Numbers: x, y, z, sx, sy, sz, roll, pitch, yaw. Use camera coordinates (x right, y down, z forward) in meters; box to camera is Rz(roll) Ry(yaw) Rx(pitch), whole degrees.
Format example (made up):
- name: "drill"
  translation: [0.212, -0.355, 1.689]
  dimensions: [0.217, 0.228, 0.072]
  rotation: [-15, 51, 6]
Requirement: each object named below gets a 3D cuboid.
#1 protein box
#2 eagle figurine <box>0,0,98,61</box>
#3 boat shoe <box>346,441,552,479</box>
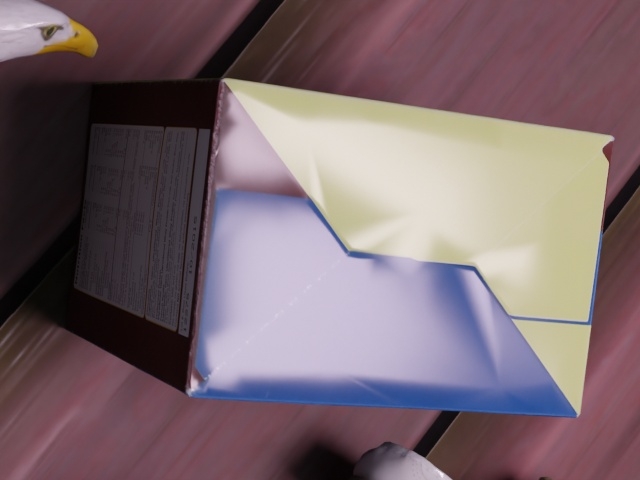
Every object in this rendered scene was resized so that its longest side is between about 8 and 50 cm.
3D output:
- name: "protein box"
  translation: [0.000, 0.000, 0.744]
  dimensions: [0.200, 0.201, 0.136]
  rotation: [6, 93, -25]
- name: "eagle figurine"
  translation: [-0.192, -0.128, 0.646]
  dimensions: [0.225, 0.226, 0.298]
  rotation: [-15, 123, -58]
- name: "boat shoe"
  translation: [0.130, 0.191, 0.879]
  dimensions: [0.302, 0.113, 0.103]
  rotation: [42, 76, -33]
